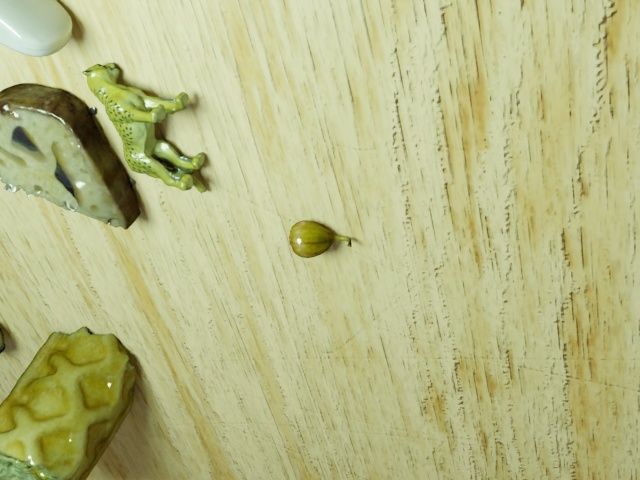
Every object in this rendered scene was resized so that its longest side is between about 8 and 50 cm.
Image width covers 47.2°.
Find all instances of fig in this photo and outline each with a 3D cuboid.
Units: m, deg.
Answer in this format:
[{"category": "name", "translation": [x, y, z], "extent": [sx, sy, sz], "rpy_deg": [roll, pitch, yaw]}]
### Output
[{"category": "fig", "translation": [0.000, 0.000, 0.962], "extent": [0.083, 0.050, 0.050], "rpy_deg": [3, 128, 5]}]

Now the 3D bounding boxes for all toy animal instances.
[{"category": "toy animal", "translation": [-0.226, -0.135, 0.951], "extent": [0.136, 0.073, 0.181], "rpy_deg": [15, 144, 24]}]

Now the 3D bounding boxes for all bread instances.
[{"category": "bread", "translation": [-0.458, 0.309, 1.287], "extent": [0.196, 0.252, 0.238], "rpy_deg": [23, 137, 0]}]

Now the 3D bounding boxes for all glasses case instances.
[{"category": "glasses case", "translation": [-0.408, -0.303, 0.874], "extent": [0.233, 0.092, 0.059], "rpy_deg": [36, 134, -4]}]

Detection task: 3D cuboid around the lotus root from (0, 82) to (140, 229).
[{"category": "lotus root", "translation": [-0.375, -0.128, 1.014], "extent": [0.261, 0.074, 0.170], "rpy_deg": [20, 129, 8]}]

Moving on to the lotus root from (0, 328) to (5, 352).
[{"category": "lotus root", "translation": [-0.669, 0.163, 1.372], "extent": [0.180, 0.080, 0.089], "rpy_deg": [23, 153, 1]}]
